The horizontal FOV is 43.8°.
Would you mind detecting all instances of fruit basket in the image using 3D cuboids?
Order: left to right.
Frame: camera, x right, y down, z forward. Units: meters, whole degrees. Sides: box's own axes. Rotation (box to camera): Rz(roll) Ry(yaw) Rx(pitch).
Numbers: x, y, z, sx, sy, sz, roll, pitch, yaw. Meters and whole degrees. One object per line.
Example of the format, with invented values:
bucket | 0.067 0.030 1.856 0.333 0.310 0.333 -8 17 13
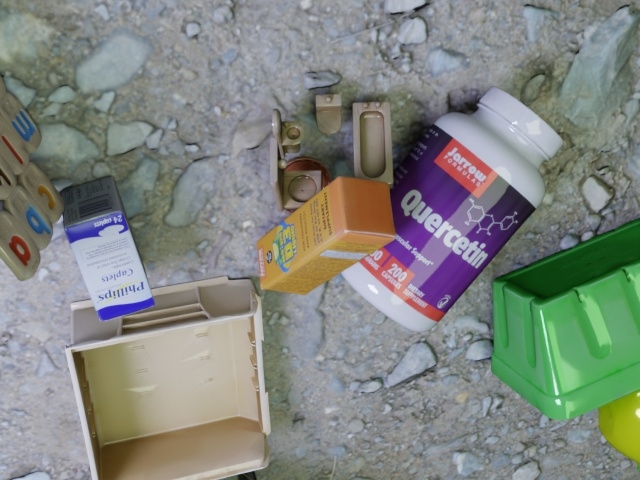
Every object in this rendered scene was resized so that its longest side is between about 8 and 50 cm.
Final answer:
fruit basket | 0.482 0.192 1.243 0.392 0.283 0.392 -2 101 -12

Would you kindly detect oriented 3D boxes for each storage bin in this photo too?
storage bin | -0.201 0.205 1.114 0.260 0.123 0.262 -9 117 -14

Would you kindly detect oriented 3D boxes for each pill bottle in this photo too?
pill bottle | 0.176 -0.045 1.086 0.181 0.181 0.323 34 101 -29

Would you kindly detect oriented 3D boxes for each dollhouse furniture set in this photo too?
dollhouse furniture set | 0.017 -0.122 0.998 0.151 0.123 0.144 -1 76 2

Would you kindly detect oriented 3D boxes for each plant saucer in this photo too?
plant saucer | -0.026 -0.076 1.100 0.083 0.013 0.084 -7 116 -15

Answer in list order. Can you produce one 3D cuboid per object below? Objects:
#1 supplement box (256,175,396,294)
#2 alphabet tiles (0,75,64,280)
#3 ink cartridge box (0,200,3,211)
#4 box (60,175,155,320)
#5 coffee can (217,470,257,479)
supplement box | 0.000 0.000 1.027 0.080 0.078 0.233 4 157 -28
alphabet tiles | -0.367 -0.102 0.819 0.021 0.284 0.278 -24 120 10
ink cartridge box | -0.403 -0.017 0.816 0.065 0.333 0.165 -30 119 -3
box | -0.267 0.009 0.994 0.072 0.126 0.137 -19 119 -11
coffee can | -0.161 0.458 1.160 0.201 0.275 0.202 -8 117 -15
